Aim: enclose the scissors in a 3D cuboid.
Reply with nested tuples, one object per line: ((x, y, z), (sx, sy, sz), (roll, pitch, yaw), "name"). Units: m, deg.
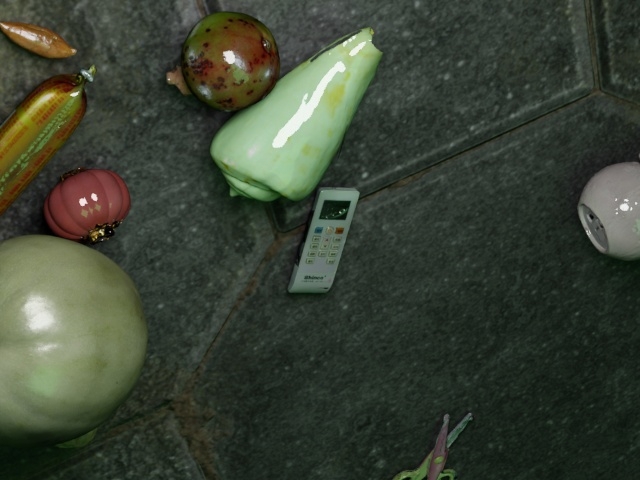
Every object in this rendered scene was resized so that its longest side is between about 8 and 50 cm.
((0.187, 0.347, 2.500), (0.134, 0.020, 0.187), (2, 126, -33), "scissors")

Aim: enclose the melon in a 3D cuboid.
((-0.335, 0.119, 1.849), (0.272, 0.271, 0.308), (-31, 161, -3), "melon")

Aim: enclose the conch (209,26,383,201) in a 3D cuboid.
((-0.026, -0.150, 1.909), (0.250, 0.137, 0.143), (-53, 148, -6), "conch")

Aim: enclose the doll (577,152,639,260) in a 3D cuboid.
((0.514, -0.079, 2.251), (0.287, 0.151, 0.151), (-27, 134, -10), "doll")

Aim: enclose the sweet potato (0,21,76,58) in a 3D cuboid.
((-0.320, -0.226, 1.761), (0.095, 0.034, 0.034), (22, 114, -27), "sweet potato")

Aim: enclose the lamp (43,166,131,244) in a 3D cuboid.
((-0.281, -0.042, 1.887), (0.108, 0.092, 0.107), (-24, 168, -5), "lamp")

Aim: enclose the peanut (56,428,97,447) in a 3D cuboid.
((-0.369, 0.207, 2.039), (0.090, 0.098, 0.214), (-49, 134, 6), "peanut")

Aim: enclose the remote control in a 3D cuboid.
((0.000, 0.000, 2.115), (0.065, 0.029, 0.166), (2, 120, -28), "remote control")

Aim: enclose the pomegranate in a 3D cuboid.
((-0.108, -0.204, 1.830), (0.130, 0.130, 0.130), (-15, 131, -17), "pomegranate")

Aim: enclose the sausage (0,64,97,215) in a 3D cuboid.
((-0.385, -0.071, 1.825), (0.371, 0.082, 0.082), (-46, 133, 11), "sausage")
